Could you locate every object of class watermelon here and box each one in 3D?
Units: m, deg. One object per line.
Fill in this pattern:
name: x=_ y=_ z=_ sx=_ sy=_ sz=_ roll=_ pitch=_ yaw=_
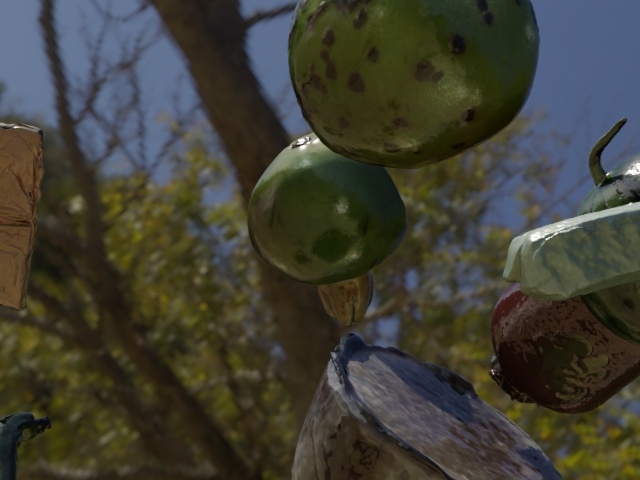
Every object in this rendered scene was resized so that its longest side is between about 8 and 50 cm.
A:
watermelon: x=0.317 y=0.002 z=1.660 sx=0.214 sy=0.188 sz=0.188 roll=41 pitch=-29 yaw=-1

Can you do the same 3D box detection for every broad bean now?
broad bean: x=-0.331 y=0.246 z=1.837 sx=0.061 sy=0.195 sz=0.046 roll=26 pitch=-46 yaw=-10

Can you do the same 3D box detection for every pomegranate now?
pomegranate: x=-0.009 y=-0.011 z=2.194 sx=0.190 sy=0.159 sz=0.241 roll=44 pitch=-30 yaw=24
pomegranate: x=0.073 y=-0.204 z=1.559 sx=0.231 sy=0.231 sz=0.286 roll=-28 pitch=-115 yaw=61

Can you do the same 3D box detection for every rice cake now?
rice cake: x=0.215 y=-0.013 z=0.939 sx=0.045 sy=0.245 sz=0.042 roll=159 pitch=-83 yaw=-77

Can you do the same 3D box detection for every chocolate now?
chocolate: x=0.090 y=0.274 z=1.910 sx=0.303 sy=0.303 sz=0.213 roll=39 pitch=-74 yaw=23

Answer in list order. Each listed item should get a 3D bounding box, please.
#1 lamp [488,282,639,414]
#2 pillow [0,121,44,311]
lamp: x=0.301 y=0.089 z=1.947 sx=0.258 sy=0.180 sz=0.180 roll=-41 pitch=-94 yaw=32
pillow: x=-0.392 y=-0.032 z=2.096 sx=0.126 sy=0.043 sz=0.233 roll=13 pitch=-70 yaw=10
